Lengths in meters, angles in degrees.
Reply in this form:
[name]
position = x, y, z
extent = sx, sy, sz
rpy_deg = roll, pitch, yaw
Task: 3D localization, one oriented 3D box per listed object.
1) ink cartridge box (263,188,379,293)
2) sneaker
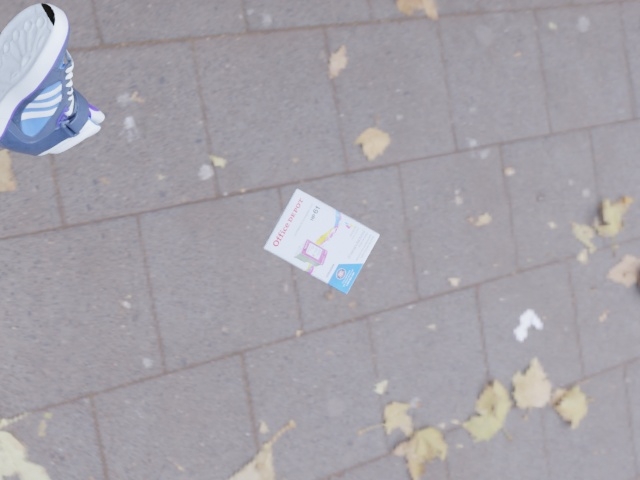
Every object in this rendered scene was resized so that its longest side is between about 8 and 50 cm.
[ink cartridge box]
position = 0.000, 0.000, 1.222
extent = 0.122, 0.052, 0.089
rpy_deg = 29, 93, -1
[sneaker]
position = -0.483, -0.286, 1.780
extent = 0.236, 0.323, 0.130
rpy_deg = 3, 47, -50
